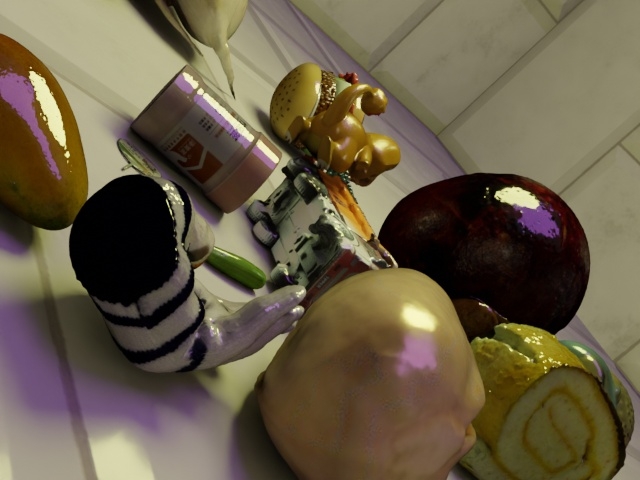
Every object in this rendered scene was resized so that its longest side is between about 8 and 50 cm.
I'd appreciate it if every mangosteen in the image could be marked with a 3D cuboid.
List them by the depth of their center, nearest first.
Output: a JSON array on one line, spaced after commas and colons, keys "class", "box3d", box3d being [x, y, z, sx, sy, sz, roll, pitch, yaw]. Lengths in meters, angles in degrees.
[{"class": "mangosteen", "box3d": [0.226, 0.050, 1.340, 0.297, 0.297, 0.293, 8, 70, -69]}]

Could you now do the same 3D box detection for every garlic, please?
[{"class": "garlic", "box3d": [-0.240, -0.431, 1.584, 0.245, 0.232, 0.339, 101, -18, -51]}]

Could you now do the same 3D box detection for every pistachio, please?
[{"class": "pistachio", "box3d": [0.039, 0.119, 0.817, 0.187, 0.187, 0.299, 45, 8, -9]}]

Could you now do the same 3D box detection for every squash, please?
[{"class": "squash", "box3d": [-0.088, 0.027, 0.985, 0.089, 0.027, 0.027, 31, 21, -43]}]

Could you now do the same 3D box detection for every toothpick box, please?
[{"class": "toothpick box", "box3d": [-0.130, -0.115, 1.096, 0.149, 0.098, 0.098, 43, 14, -15]}]

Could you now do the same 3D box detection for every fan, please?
[{"class": "fan", "box3d": [-0.190, -0.079, 1.017, 0.060, 0.003, 0.080, 37, 17, -33]}]

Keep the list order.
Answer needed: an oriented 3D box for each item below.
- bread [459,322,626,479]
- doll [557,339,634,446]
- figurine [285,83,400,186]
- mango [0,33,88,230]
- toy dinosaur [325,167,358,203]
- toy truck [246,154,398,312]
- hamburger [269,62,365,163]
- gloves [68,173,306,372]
[{"class": "bread", "box3d": [0.259, 0.222, 1.161, 0.257, 0.186, 0.124, 46, 7, -33]}, {"class": "doll", "box3d": [0.380, 0.252, 1.445, 0.261, 0.162, 0.177, 41, 42, -57]}, {"class": "figurine", "box3d": [0.051, -0.137, 1.233, 0.121, 0.122, 0.176, 38, 10, 34]}, {"class": "mango", "box3d": [-0.233, -0.083, 0.732, 0.163, 0.089, 0.111, 54, 24, -11]}, {"class": "toy dinosaur", "box3d": [0.037, -0.112, 1.685, 0.055, 0.049, 0.154, 36, 23, -47]}, {"class": "toy truck", "box3d": [0.000, 0.000, 1.152, 0.135, 0.114, 0.270, 34, 16, -29]}, {"class": "hamburger", "box3d": [-0.015, -0.223, 1.642, 0.137, 0.175, 0.175, 22, 24, -23]}, {"class": "gloves", "box3d": [-0.102, 0.043, 0.731, 0.140, 0.131, 0.218, 35, -18, 27]}]
